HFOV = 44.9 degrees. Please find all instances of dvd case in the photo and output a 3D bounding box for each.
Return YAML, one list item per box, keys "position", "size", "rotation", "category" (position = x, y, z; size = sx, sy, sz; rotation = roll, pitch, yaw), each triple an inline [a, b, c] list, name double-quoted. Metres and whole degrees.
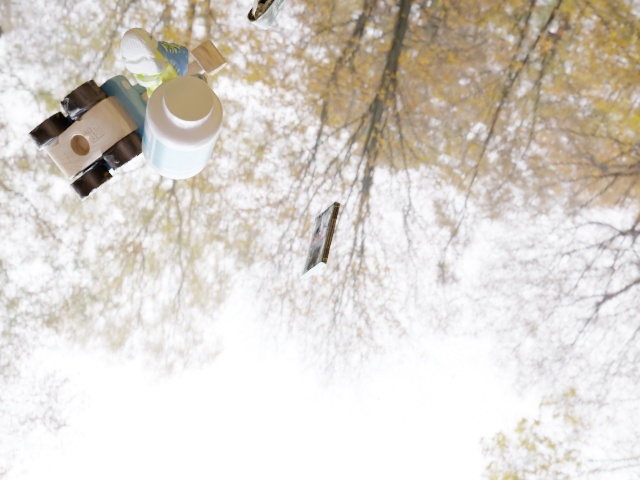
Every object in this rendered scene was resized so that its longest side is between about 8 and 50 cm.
- position: [0.000, 0.000, 1.333]
  size: [0.013, 0.087, 0.119]
  rotation: [23, -117, -17]
  category: "dvd case"

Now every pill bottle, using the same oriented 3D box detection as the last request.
- position: [-0.273, -0.226, 1.526]
  size: [0.146, 0.264, 0.146]
  rotation: [4, -104, -15]
  category: "pill bottle"

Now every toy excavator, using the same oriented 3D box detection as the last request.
- position: [-0.495, -0.361, 2.088]
  size: [0.222, 0.433, 0.445]
  rotation: [52, -152, -12]
  category: "toy excavator"

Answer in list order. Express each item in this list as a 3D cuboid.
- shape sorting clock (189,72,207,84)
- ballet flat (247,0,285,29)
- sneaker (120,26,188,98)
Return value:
- position: [-0.324, -0.297, 1.815]
  size: [0.040, 0.206, 0.206]
  rotation: [25, -147, -30]
  category: "shape sorting clock"
- position: [-0.102, -0.575, 1.781]
  size: [0.068, 0.213, 0.072]
  rotation: [14, -132, -31]
  category: "ballet flat"
- position: [-0.338, -0.384, 1.606]
  size: [0.091, 0.240, 0.126]
  rotation: [14, -114, 10]
  category: "sneaker"
